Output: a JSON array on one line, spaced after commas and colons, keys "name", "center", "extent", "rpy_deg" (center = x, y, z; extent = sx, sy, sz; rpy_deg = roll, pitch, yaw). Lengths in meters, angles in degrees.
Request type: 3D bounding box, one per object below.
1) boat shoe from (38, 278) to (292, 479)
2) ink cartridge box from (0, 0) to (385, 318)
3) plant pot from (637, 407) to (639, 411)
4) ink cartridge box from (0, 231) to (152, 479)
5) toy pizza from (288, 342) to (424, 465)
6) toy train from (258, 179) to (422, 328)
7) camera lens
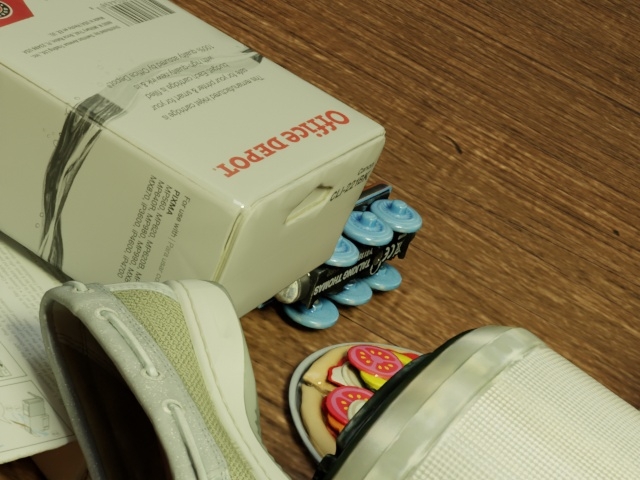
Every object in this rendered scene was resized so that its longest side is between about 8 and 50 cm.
[{"name": "boat shoe", "center": [-0.078, 0.134, 0.827], "extent": [0.103, 0.118, 0.320], "rpy_deg": [7, 39, -21]}, {"name": "ink cartridge box", "center": [-0.124, -0.069, 1.068], "extent": [0.273, 0.114, 0.197], "rpy_deg": [31, 30, 17]}, {"name": "plant pot", "center": [0.347, 0.141, 1.101], "extent": [0.263, 0.229, 0.263], "rpy_deg": [18, 30, -11]}, {"name": "ink cartridge box", "center": [-0.213, 0.050, 0.993], "extent": [0.239, 0.060, 0.275], "rpy_deg": [-10, 44, -45]}, {"name": "toy pizza", "center": [0.075, 0.129, 1.112], "extent": [0.201, 0.032, 0.201], "rpy_deg": [19, 29, -11]}, {"name": "toy train", "center": [0.000, 0.000, 1.224], "extent": [0.105, 0.080, 0.184], "rpy_deg": [30, 29, 21]}, {"name": "camera lens", "center": [0.127, 0.194, 0.849], "extent": [0.274, 0.219, 0.219], "rpy_deg": [36, 31, 19]}]
